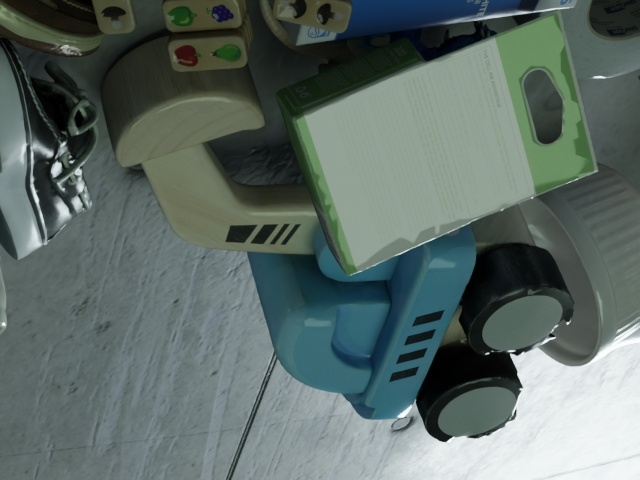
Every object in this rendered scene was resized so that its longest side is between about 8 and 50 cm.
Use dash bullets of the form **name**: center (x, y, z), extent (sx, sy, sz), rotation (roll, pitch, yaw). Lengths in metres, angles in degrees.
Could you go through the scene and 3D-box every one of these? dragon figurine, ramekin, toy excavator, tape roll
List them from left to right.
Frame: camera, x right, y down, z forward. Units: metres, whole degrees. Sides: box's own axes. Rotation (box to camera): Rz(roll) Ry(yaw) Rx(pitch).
- **toy excavator**: center (0.000, 0.000, 1.773), extent (0.445, 0.222, 0.433), rotation (-3, 139, -20)
- **dragon figurine**: center (0.045, -0.171, 1.655), extent (0.289, 0.144, 0.085), rotation (22, 127, -27)
- **ramekin**: center (0.266, 0.016, 1.974), extent (0.109, 0.207, 0.207), rotation (-24, 148, -22)
- **tape roll**: center (0.276, -0.246, 1.732), extent (0.219, 0.072, 0.219), rotation (-20, 147, -13)

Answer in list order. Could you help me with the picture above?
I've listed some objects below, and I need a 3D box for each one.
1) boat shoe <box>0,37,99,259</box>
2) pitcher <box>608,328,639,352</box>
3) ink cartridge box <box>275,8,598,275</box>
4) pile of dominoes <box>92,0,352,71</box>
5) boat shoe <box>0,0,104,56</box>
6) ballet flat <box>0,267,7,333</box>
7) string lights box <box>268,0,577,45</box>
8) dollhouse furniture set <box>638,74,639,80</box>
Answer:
- **boat shoe**: center (-0.231, -0.087, 1.542), extent (0.105, 0.113, 0.306), rotation (-30, 154, -15)
- **pitcher**: center (0.395, 0.062, 2.219), extent (0.207, 0.125, 0.178), rotation (-26, 170, 16)
- **ink cartridge box**: center (0.099, -0.089, 1.591), extent (0.235, 0.056, 0.171), rotation (-24, 125, -6)
- **pile of dominoes**: center (-0.088, -0.237, 1.372), extent (0.196, 0.040, 0.251), rotation (-3, 129, 9)
- **boat shoe**: center (-0.238, -0.206, 1.401), extent (0.257, 0.095, 0.095), rotation (13, 108, -55)
- **ballet flat**: center (-0.387, 0.150, 1.744), extent (0.139, 0.139, 0.400), rotation (1, 138, -37)
- **string lights box**: center (0.077, -0.241, 1.537), extent (0.260, 0.133, 0.076), rotation (-10, 141, -25)
- **dollhouse furniture set**: center (0.460, -0.161, 1.967), extent (0.212, 0.161, 0.242), rotation (-49, 164, 30)
